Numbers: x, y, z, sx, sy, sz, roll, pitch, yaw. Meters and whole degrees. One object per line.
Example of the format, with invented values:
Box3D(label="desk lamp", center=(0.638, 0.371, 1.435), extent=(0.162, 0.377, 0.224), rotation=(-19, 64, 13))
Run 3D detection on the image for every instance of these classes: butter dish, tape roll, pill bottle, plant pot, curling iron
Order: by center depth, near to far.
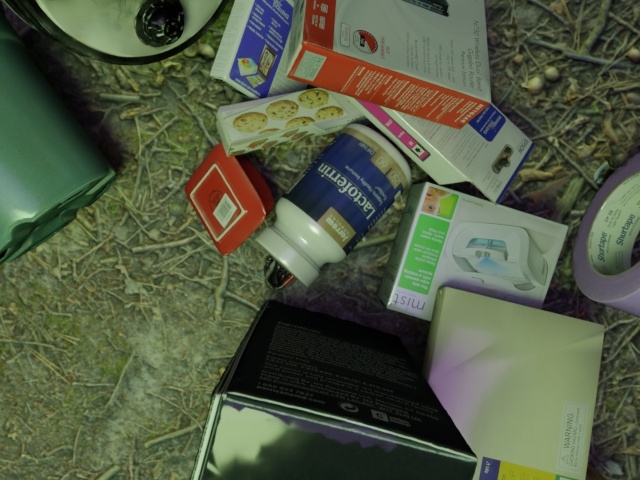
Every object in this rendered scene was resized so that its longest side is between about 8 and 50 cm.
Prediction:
Box3D(label="plant pot", center=(-0.541, -0.156, 0.778), extent=(0.341, 0.341, 0.334), rotation=(-38, 102, 2))
Box3D(label="tape roll", center=(0.543, -0.013, 0.808), extent=(0.090, 0.275, 0.275), rotation=(20, 94, -3))
Box3D(label="pill bottle", center=(0.020, -0.058, 0.842), extent=(0.153, 0.153, 0.265), rotation=(42, 84, -3))
Box3D(label="butter dish", center=(-0.144, -0.078, 0.882), extent=(0.160, 0.118, 0.160), rotation=(-39, 78, 39))
Box3D(label="curling iron", center=(0.000, 0.000, 0.924), extent=(0.274, 0.035, 0.068), rotation=(-37, 93, 2))

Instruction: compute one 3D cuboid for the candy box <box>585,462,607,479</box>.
Box3D(label="candy box", center=(0.327, 0.397, 0.883), extent=(0.316, 0.183, 0.088), rotation=(17, 93, -2))

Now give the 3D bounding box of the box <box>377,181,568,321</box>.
Box3D(label="box", center=(0.263, 0.043, 0.887), extent=(0.261, 0.127, 0.231), rotation=(18, 92, -2))

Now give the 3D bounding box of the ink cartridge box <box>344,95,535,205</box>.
Box3D(label="ink cartridge box", center=(0.183, -0.227, 0.826), extent=(0.371, 0.069, 0.176), rotation=(41, 61, -1))

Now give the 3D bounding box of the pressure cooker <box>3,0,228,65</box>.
Box3D(label="pressure cooker", center=(-0.304, -0.456, 0.667), extent=(0.420, 0.375, 0.370), rotation=(41, 98, 25))

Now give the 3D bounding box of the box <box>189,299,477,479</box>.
Box3D(label="box", center=(-0.036, 0.392, 0.735), extent=(0.297, 0.472, 0.480), rotation=(15, 94, -3))

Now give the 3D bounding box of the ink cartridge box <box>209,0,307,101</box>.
Box3D(label="ink cartridge box", center=(-0.074, -0.329, 0.819), extent=(0.045, 0.206, 0.208), rotation=(24, 94, 29))

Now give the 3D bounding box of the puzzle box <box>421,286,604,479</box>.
Box3D(label="puzzle box", center=(0.280, 0.301, 0.769), extent=(0.272, 0.052, 0.409), rotation=(14, 80, -2))

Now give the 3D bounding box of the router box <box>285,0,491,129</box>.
Box3D(label="router box", center=(0.112, -0.372, 0.770), extent=(0.301, 0.082, 0.336), rotation=(11, 68, -18))

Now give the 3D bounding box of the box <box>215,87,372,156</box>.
Box3D(label="box", center=(-0.014, -0.216, 0.832), extent=(0.323, 0.063, 0.067), rotation=(-17, 81, -21))
